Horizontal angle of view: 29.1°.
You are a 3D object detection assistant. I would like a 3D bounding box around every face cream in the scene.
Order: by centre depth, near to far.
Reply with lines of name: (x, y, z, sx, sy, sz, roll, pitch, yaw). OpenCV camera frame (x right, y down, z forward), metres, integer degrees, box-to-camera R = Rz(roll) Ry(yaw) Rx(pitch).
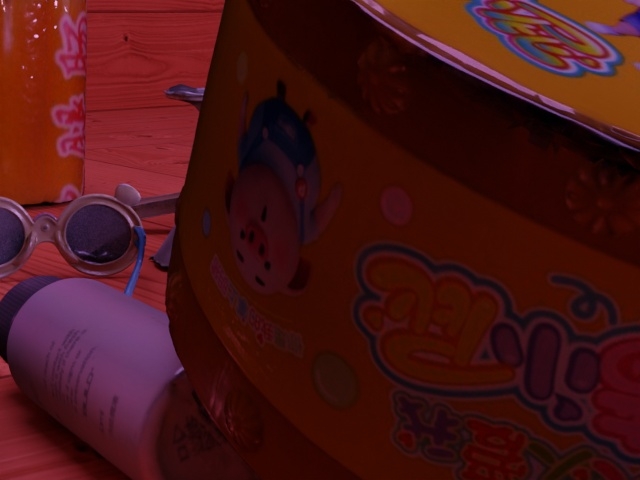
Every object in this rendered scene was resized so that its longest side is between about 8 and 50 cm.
face cream: (-0.134, 0.075, 0.757, 0.092, 0.092, 0.311, -7, 13, -33)

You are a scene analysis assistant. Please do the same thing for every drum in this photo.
drum: (0.143, -0.026, 0.581, 0.431, 0.214, 0.431, 12, 32, -8)

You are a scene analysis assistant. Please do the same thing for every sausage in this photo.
sausage: (-0.431, -0.195, 1.669, 0.233, 0.287, 0.233, 5, 11, -1)

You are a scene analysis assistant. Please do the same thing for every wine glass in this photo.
wine glass: (-0.116, -0.065, 1.254, 0.122, 0.183, 0.122, -1, 12, 0)

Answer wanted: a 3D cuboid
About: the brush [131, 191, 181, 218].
brush: (-0.139, -0.033, 1.449, 0.327, 0.065, 0.070, -9, 17, 1)

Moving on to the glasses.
glasses: (-0.248, 0.037, 1.114, 0.189, 0.088, 0.221, -2, 31, -13)
